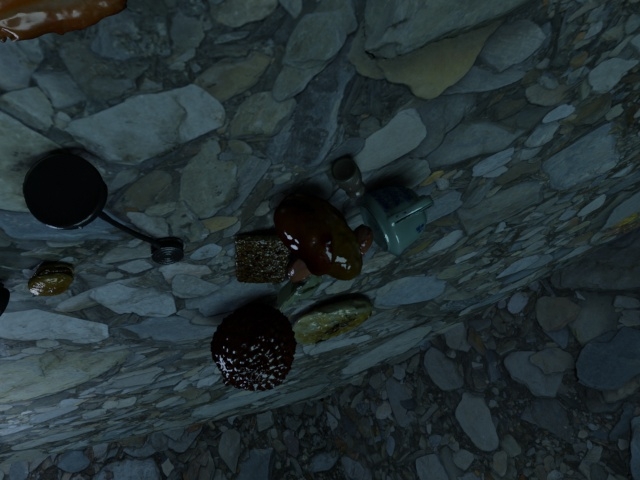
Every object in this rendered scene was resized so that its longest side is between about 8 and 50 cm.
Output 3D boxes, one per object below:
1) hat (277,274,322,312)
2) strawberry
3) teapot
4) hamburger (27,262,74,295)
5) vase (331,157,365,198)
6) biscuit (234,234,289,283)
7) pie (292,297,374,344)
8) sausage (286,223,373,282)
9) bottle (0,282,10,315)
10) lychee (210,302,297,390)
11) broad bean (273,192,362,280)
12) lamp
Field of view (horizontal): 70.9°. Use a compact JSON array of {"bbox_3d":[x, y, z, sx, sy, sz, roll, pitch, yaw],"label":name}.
[{"bbox_3d":[-0.056,0.137,1.244,0.081,0.122,0.166,40,91,-16],"label":"hat"},{"bbox_3d":[-0.243,-0.258,0.396,0.192,0.085,0.140,-35,168,34],"label":"strawberry"},{"bbox_3d":[0.179,-0.060,0.999,0.159,0.159,0.232,-17,179,-6],"label":"teapot"},{"bbox_3d":[-0.531,0.079,0.887,0.076,0.044,0.083,9,144,-43],"label":"hamburger"},{"bbox_3d":[0.059,-0.121,0.901,0.053,0.053,0.100,-25,157,10],"label":"vase"},{"bbox_3d":[-0.143,0.052,1.093,0.131,0.025,0.231,0,150,-8],"label":"biscuit"},{"bbox_3d":[0.051,0.301,1.670,0.339,0.077,0.339,-16,153,-8],"label":"pie"},{"bbox_3d":[0.019,0.034,1.089,0.078,0.078,0.304,8,157,-43],"label":"sausage"},{"bbox_3d":[-0.690,0.096,0.784,0.072,0.082,0.244,17,178,39],"label":"bottle"},{"bbox_3d":[-0.201,0.330,1.348,0.264,0.264,0.300,20,109,-52],"label":"lychee"},{"bbox_3d":[-0.003,0.002,0.938,0.156,0.122,0.228,-9,126,44],"label":"broad bean"},{"bbox_3d":[-0.346,-0.003,0.783,0.130,0.108,0.371,-18,154,-5],"label":"lamp"}]
